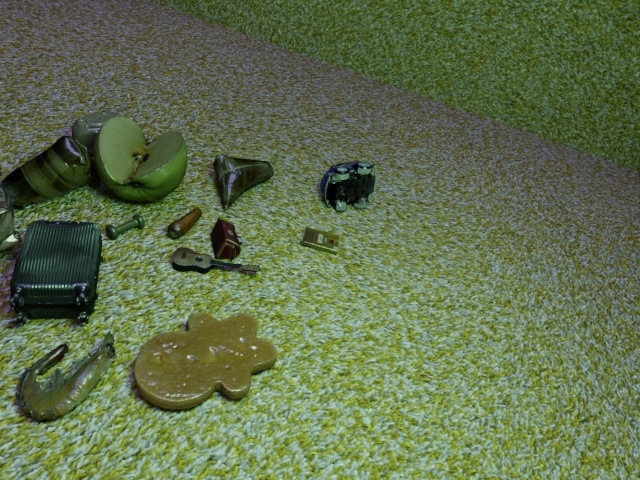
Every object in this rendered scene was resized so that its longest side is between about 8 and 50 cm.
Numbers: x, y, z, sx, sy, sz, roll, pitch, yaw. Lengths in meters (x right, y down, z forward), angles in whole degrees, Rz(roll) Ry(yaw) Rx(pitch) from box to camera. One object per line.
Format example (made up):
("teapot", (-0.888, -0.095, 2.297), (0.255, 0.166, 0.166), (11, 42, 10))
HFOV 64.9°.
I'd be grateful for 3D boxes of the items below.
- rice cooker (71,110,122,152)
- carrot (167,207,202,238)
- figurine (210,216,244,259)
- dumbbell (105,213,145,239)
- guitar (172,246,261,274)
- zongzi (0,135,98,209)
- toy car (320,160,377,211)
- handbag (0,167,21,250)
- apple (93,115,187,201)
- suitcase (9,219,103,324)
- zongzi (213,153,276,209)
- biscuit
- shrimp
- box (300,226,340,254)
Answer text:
("rice cooker", (-0.814, -0.401, 1.870), (0.206, 0.127, 0.145), (-25, 56, -30))
("carrot", (-0.445, -0.058, 1.663), (0.055, 0.055, 0.161), (24, 32, 8))
("figurine", (-0.292, 0.009, 1.630), (0.098, 0.082, 0.154), (15, 34, -36))
("dumbbell", (-0.612, -0.043, 1.582), (0.052, 0.046, 0.118), (34, 41, 27))
("guitar", (-0.319, 0.075, 1.555), (0.271, 0.038, 0.084), (10, 40, -6))
("zongzi", (-0.858, -0.199, 1.644), (0.286, 0.288, 0.134), (-32, 90, -6))
("toy car", (0.098, -0.228, 1.995), (0.235, 0.172, 0.158), (-12, 31, -29))
("handbag", (-0.943, -0.076, 1.370), (0.193, 0.190, 0.251), (-19, 53, -22))
("apple", (-0.603, -0.253, 1.690), (0.295, 0.233, 0.258), (10, 55, -11))
("suitcase", (-0.694, 0.080, 1.336), (0.202, 0.128, 0.312), (1, 41, -19))
("zongzi", (-0.266, -0.205, 1.882), (0.247, 0.111, 0.241), (0, 59, -30))
("biscuit", (-0.291, 0.304, 1.284), (0.355, 0.052, 0.275), (-19, 51, -36))
("shrimp", (-0.590, 0.304, 1.175), (0.173, 0.058, 0.253), (12, 40, 7))
("box", (0.000, 0.000, 1.782), (0.133, 0.023, 0.090), (15, 40, -4))
